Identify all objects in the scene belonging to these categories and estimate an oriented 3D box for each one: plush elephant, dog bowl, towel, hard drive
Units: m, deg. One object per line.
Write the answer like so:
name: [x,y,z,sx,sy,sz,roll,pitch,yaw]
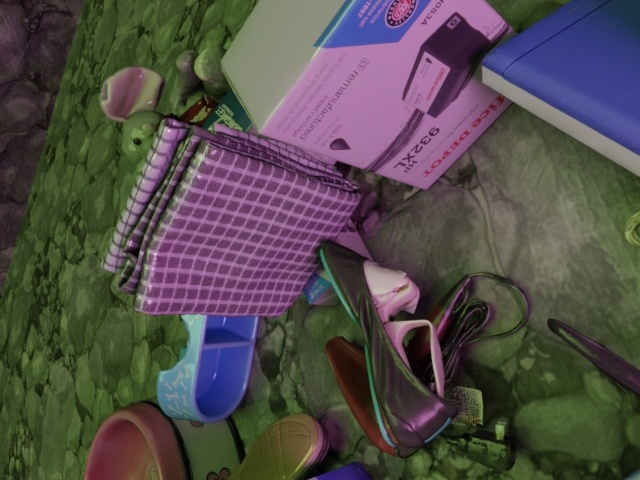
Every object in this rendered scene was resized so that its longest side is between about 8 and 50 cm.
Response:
plush elephant: [-0.257,-0.195,0.936,0.256,0.271,0.330,-30,34,-9]
dog bowl: [-0.184,0.175,0.885,0.074,0.166,0.297,8,88,34]
towel: [-0.103,-0.013,0.656,0.121,0.284,0.235,50,117,37]
dog bowl: [-0.311,0.488,0.954,0.408,0.150,0.407,-11,74,43]
hard drive: [0.330,-0.131,0.429,0.210,0.040,0.318,-33,51,-8]

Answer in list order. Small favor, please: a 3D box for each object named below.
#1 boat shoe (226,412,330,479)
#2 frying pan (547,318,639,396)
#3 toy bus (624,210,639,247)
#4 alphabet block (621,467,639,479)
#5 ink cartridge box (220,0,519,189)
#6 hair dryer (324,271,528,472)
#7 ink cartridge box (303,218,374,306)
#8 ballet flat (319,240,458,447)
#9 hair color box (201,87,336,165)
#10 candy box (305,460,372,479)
boat shoe: [-0.070,0.371,0.776,0.285,0.092,0.102,-52,33,19]
frying pan: [0.330,0.162,0.349,0.053,0.197,0.326,-52,47,9]
toy bus: [0.363,0.025,0.400,0.202,0.104,0.190,-25,65,39]
alphabet block: [0.274,0.289,0.376,0.192,0.194,0.197,-53,50,26]
ink cartridge box: [0.083,-0.200,0.579,0.223,0.308,0.129,-48,55,28]
hair dryer: [0.123,0.164,0.656,0.294,0.080,0.223,-8,61,39]
ink cartridge box: [0.000,0.000,0.797,0.104,0.062,0.181,-46,53,29]
ballet flat: [0.085,0.102,0.612,0.096,0.095,0.280,-29,57,14]
hair color box: [-0.055,-0.167,0.755,0.347,0.174,0.105,-50,50,9]
candy box: [-0.070,0.459,0.633,0.122,0.268,0.317,39,110,38]
